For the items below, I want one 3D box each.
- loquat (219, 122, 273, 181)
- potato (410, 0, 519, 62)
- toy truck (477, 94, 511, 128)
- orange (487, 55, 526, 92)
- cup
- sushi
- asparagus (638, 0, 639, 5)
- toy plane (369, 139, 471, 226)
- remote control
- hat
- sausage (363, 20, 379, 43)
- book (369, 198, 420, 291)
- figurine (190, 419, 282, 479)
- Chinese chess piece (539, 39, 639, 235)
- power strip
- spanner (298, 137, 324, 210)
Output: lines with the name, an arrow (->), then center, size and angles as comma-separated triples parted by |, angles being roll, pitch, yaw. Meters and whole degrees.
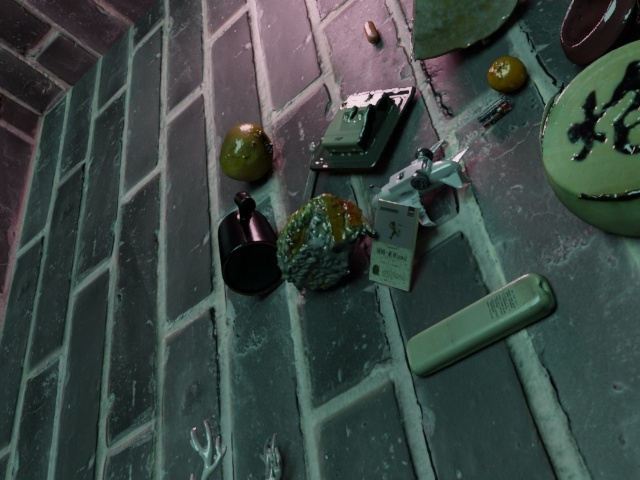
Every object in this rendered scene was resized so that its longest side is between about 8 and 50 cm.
loquat -> -0.217, -0.246, 2.120 | 0.204, 0.149, 0.172 | -32, 47, 45
potato -> 0.343, -0.544, 1.777 | 0.264, 0.211, 0.189 | -1, 16, 11
toy truck -> 0.377, -0.277, 1.589 | 0.083, 0.032, 0.024 | -36, 37, 22
orange -> 0.400, -0.358, 1.591 | 0.083, 0.070, 0.083 | -23, 53, 34
cup -> -0.164, -0.007, 1.861 | 0.239, 0.166, 0.177 | -64, 27, 26
sushi -> 0.000, 0.000, 1.687 | 0.274, 0.139, 0.184 | -45, 35, 49
asparagus -> 0.652, -0.405, 1.351 | 0.080, 0.080, 0.287 | -38, 46, 22
toy plane -> 0.205, -0.125, 1.610 | 0.255, 0.101, 0.251 | -20, 40, 38
remote control -> 0.286, 0.158, 1.367 | 0.309, 0.038, 0.090 | -35, 44, 27
hat -> 0.557, -0.435, 1.447 | 0.205, 0.089, 0.205 | -160, 90, -74
sausage -> 0.141, -0.581, 2.064 | 0.034, 0.034, 0.083 | -36, 43, 24
book -> 0.156, 0.009, 1.573 | 0.127, 0.014, 0.181 | 17, 103, 51
figurine -> -0.112, 0.509, 1.444 | 0.316, 0.206, 0.284 | -10, 62, 36
Chinese chess piece -> 0.544, -0.179, 1.243 | 0.349, 0.146, 0.349 | -27, 45, 32
power strip -> 0.090, -0.291, 1.862 | 0.257, 0.092, 0.251 | 6, 69, 50
spanner -> -0.031, -0.141, 1.948 | 0.071, 0.017, 0.302 | -14, 55, 41
